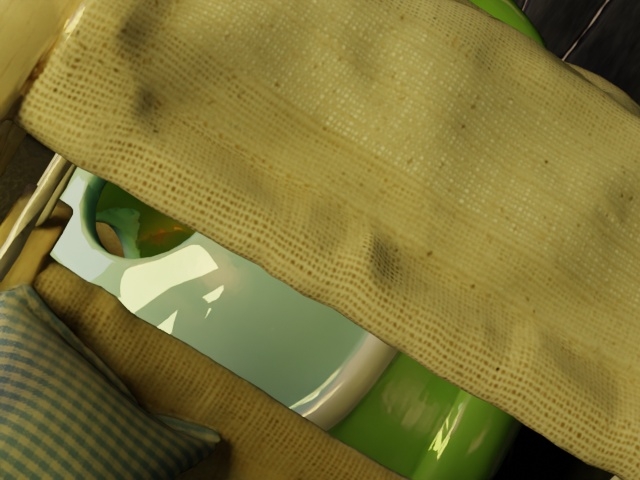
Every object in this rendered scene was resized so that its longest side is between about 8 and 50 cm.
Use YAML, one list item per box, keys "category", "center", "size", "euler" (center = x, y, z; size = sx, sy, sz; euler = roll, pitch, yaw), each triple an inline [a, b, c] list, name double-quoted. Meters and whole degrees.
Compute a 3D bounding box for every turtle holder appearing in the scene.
- category: "turtle holder"
  center: [-0.001, 0.008, 0.643]
  size: [0.320, 0.227, 0.243]
  euler: [-59, 8, 5]

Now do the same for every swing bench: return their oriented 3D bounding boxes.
- category: "swing bench"
  center: [-0.003, 0.049, 0.431]
  size: [0.254, 0.253, 0.165]
  euler: [-58, 9, 14]

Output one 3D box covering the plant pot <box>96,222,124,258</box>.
- category: "plant pot"
  center: [-0.155, 0.115, 0.991]
  size: [0.305, 0.334, 0.334]
  euler: [-39, 20, 38]
